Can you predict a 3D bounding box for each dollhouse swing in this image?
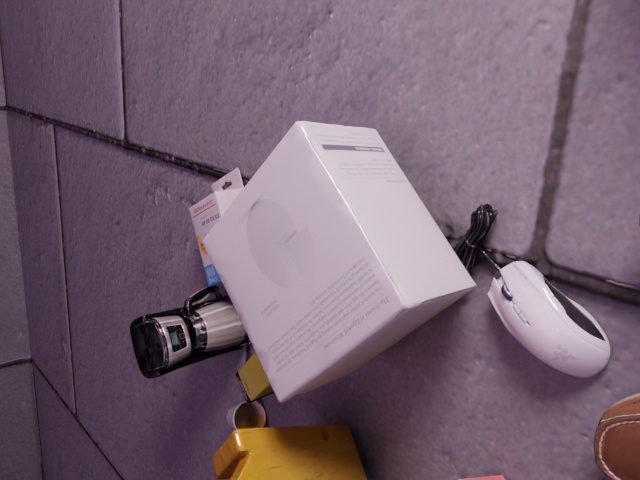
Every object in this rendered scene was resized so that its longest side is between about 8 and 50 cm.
[{"bbox_3d":[-0.065,0.472,0.755,0.305,0.315,0.346,-38,55,28],"label":"dollhouse swing"}]

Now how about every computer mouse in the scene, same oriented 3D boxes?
[{"bbox_3d":[0.203,0.059,0.575,0.193,0.042,0.106,49,130,30],"label":"computer mouse"}]

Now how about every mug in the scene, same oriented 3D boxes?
[{"bbox_3d":[-0.138,0.327,1.021,0.064,0.062,0.078,-25,73,57],"label":"mug"}]

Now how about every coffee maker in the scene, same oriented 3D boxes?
[{"bbox_3d":[-0.234,0.175,1.003,0.120,0.178,0.171,57,135,24],"label":"coffee maker"}]

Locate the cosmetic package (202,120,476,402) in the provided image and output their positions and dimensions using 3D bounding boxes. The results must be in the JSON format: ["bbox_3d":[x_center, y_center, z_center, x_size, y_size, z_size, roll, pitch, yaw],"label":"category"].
[{"bbox_3d":[0.010,0.025,0.650,0.224,0.138,0.224,-44,64,37],"label":"cosmetic package"}]

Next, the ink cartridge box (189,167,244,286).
[{"bbox_3d":[-0.165,-0.022,0.967,0.104,0.062,0.181,-22,82,49],"label":"ink cartridge box"}]

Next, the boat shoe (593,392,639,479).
[{"bbox_3d":[0.344,0.183,0.384,0.324,0.116,0.123,1,99,49],"label":"boat shoe"}]

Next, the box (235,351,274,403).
[{"bbox_3d":[-0.043,0.165,0.852,0.232,0.087,0.058,-50,61,44],"label":"box"}]

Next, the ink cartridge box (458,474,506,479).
[{"bbox_3d":[0.189,0.369,0.594,0.198,0.067,0.115,-114,37,-48],"label":"ink cartridge box"}]
